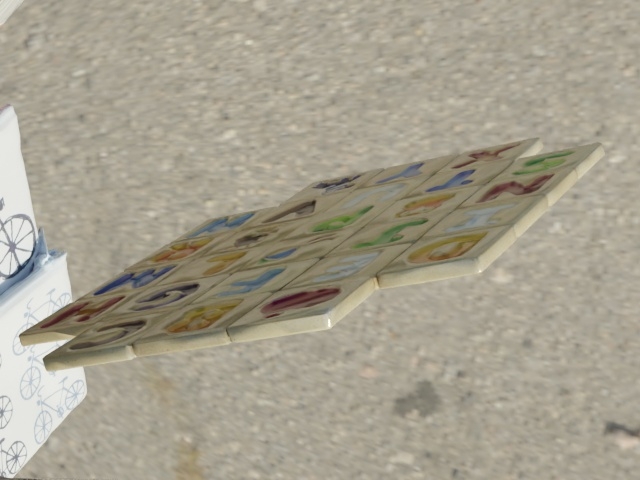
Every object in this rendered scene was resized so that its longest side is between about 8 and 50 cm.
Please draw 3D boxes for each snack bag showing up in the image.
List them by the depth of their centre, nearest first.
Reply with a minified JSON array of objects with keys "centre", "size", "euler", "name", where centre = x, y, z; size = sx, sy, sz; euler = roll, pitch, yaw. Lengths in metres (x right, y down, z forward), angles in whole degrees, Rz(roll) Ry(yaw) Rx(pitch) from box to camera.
[{"centre":[-0.315,0.088,1.432],"size":[0.323,0.037,0.342],"euler":[-49,141,-50],"name":"snack bag"}]

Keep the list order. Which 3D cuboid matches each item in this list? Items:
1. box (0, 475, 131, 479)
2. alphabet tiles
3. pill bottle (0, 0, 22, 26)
[{"centre":[-0.182,0.302,1.096],"size":[0.087,0.169,0.290],"euler":[14,77,-63],"name":"box"},{"centre":[0.000,0.000,0.967],"size":[0.342,0.285,0.011],"euler":[-36,113,-59],"name":"alphabet tiles"},{"centre":[-0.409,-0.184,1.361],"size":[0.229,0.229,0.408],"euler":[39,106,-20],"name":"pill bottle"}]
